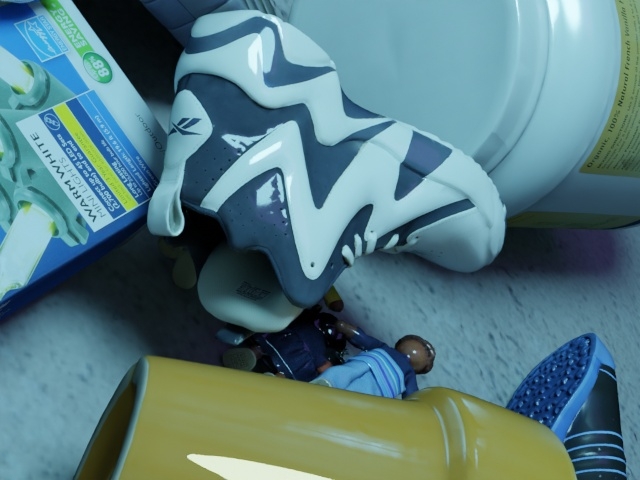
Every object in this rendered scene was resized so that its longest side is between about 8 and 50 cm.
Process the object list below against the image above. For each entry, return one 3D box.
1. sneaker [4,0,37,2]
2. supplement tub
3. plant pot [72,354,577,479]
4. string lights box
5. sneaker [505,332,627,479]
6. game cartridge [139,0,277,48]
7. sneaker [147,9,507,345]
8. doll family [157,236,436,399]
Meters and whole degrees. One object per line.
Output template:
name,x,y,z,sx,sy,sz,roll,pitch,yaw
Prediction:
sneaker,-0.166,-0.181,0.675,0.144,0.053,0.059,62,29,-15
supplement tub,0.147,-0.122,1.007,0.316,0.228,0.228,1,59,-50
plant pot,-0.018,0.145,0.618,0.188,0.205,0.205,23,41,-13
string lights box,-0.183,-0.022,0.658,0.133,0.076,0.259,54,34,-2
sneaker,0.163,0.161,0.909,0.090,0.081,0.232,46,41,-14
game cartridge,-0.125,-0.267,0.890,0.230,0.068,0.355,54,12,-69
sneaker,0.000,0.000,0.745,0.235,0.094,0.153,38,67,-42
doll family,-0.006,0.041,0.822,0.111,0.076,0.193,-20,80,-60
